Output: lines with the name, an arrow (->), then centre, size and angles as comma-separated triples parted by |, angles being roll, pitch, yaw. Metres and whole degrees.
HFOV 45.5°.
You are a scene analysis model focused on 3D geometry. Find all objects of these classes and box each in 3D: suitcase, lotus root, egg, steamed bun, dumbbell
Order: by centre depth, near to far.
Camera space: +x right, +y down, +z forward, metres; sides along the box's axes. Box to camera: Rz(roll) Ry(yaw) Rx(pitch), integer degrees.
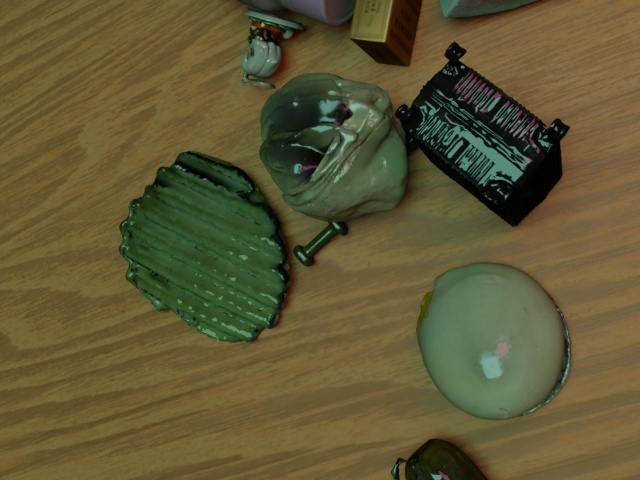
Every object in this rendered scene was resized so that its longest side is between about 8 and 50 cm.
suitcase -> 0.281, -0.156, 1.271 | 0.229, 0.335, 0.152 | 43, 98, 18
egg -> 0.295, 0.174, 1.338 | 0.264, 0.174, 0.286 | -17, 78, 16
lotus root -> 0.246, 0.467, 1.371 | 0.241, 0.123, 0.124 | 53, 134, 12
steamed bun -> 0.004, -0.179, 1.428 | 0.320, 0.206, 0.275 | 27, 100, 35
dumbbell -> 0.000, 0.000, 1.526 | 0.118, 0.046, 0.052 | -43, 79, 14

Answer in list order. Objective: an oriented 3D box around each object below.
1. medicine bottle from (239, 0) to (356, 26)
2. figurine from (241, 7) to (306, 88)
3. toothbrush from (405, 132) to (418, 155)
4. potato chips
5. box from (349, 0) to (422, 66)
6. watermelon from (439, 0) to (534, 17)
medicine bottle -> -0.073, -0.567, 1.468 | 0.325, 0.256, 0.256 | 26, 97, 20
figurine -> -0.108, -0.382, 1.557 | 0.132, 0.132, 0.154 | 22, 107, 20
toothbrush -> 0.143, -0.166, 1.483 | 0.364, 0.041, 0.041 | -41, 75, 16
potato chips -> -0.237, 0.012, 1.609 | 0.429, 0.070, 0.358 | 27, 100, 21
box -> 0.137, -0.483, 1.426 | 0.076, 0.174, 0.274 | 12, 92, 20
watermelon -> 0.301, -0.527, 1.346 | 0.320, 0.213, 0.289 | 45, 105, 5
